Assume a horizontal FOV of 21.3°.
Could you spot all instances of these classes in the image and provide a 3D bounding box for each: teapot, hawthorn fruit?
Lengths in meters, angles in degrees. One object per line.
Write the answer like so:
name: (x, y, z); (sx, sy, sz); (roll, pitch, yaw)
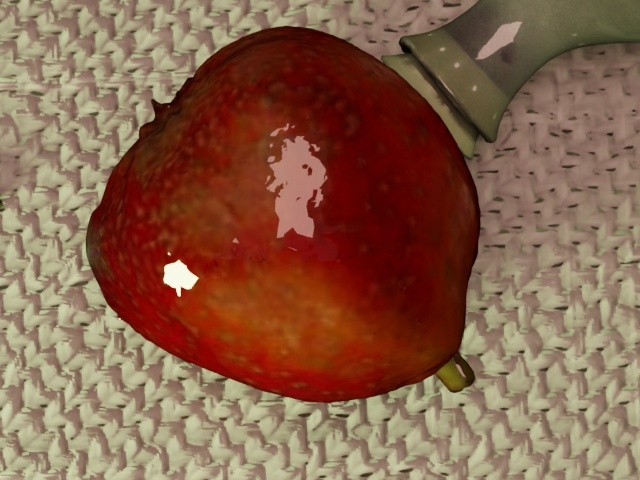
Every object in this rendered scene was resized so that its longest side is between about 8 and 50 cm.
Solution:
teapot: (0.172, -0.182, 1.285); (0.251, 0.183, 0.183); (-42, 83, 8)
hawthorn fruit: (0.000, 0.000, 1.218); (0.307, 0.265, 0.265); (42, 84, -2)

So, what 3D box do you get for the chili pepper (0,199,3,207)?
chili pepper: (-0.289, -0.041, 1.337); (0.083, 0.022, 0.027); (7, 49, 2)
